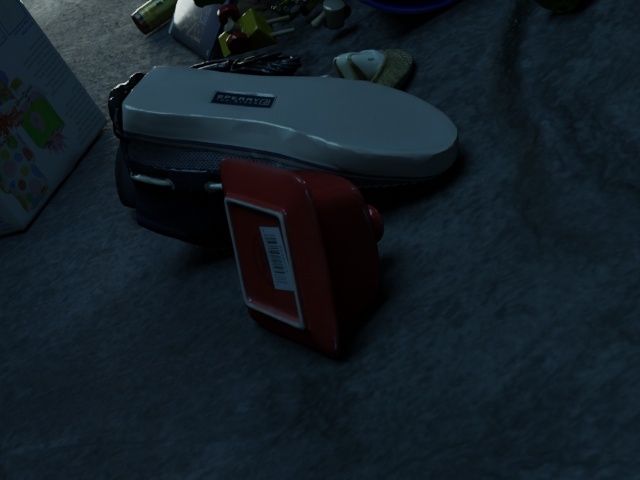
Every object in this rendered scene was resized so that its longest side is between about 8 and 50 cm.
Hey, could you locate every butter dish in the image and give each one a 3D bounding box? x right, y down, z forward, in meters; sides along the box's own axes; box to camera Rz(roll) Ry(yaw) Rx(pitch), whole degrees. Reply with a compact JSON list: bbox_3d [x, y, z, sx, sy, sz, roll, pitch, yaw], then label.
[{"bbox_3d":[0.000,0.000,1.187,0.118,0.160,0.160,-19,19,-27],"label":"butter dish"}]

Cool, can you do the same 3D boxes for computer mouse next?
[{"bbox_3d":[-0.158,-0.145,1.625,0.189,0.072,0.272,-7,36,40],"label":"computer mouse"}]

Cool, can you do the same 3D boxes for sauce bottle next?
[{"bbox_3d":[-0.228,-0.366,2.137,0.128,0.042,0.042,-39,27,-11],"label":"sauce bottle"}]

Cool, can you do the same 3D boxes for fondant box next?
[{"bbox_3d":[-0.442,-0.199,1.767,0.096,0.330,0.238,-15,32,36],"label":"fondant box"}]

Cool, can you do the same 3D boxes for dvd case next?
[{"bbox_3d":[-0.155,-0.346,1.947,0.164,0.018,0.221,-69,25,11],"label":"dvd case"}]

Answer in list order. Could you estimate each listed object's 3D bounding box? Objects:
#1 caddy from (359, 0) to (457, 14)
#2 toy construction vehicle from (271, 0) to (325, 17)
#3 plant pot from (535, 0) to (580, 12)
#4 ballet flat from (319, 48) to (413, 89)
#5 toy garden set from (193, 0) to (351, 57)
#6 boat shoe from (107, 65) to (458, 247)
[{"bbox_3d":[0.138,-0.412,1.595,0.341,0.241,0.179,-34,22,0],"label":"caddy"},{"bbox_3d":[-0.008,-0.319,1.834,0.098,0.035,0.086,-37,17,-9],"label":"toy construction vehicle"},{"bbox_3d":[0.252,-0.279,1.435,0.083,0.083,0.079,0,53,48],"label":"plant pot"},{"bbox_3d":[0.030,-0.157,1.472,0.073,0.067,0.206,-5,37,43],"label":"ballet flat"},{"bbox_3d":[-0.038,-0.310,1.744,0.244,0.049,0.203,-11,47,-10],"label":"toy garden set"},{"bbox_3d":[-0.035,-0.067,1.358,0.341,0.158,0.127,11,38,16],"label":"boat shoe"}]
